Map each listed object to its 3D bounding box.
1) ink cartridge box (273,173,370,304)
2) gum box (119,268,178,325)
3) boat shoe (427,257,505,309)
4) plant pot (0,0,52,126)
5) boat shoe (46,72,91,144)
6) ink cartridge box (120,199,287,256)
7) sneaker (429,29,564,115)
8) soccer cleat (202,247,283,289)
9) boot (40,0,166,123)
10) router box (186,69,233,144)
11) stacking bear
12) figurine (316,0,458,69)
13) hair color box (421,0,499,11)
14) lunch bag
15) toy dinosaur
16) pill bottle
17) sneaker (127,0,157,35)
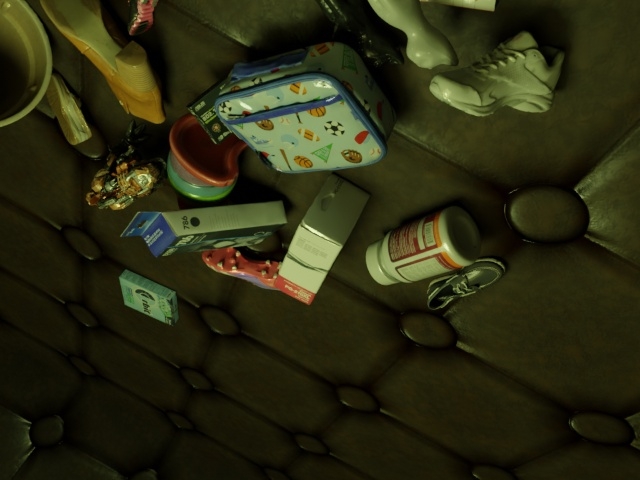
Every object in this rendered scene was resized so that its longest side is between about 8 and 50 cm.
[{"bbox_3d":[0.000,0.000,1.304,0.100,0.172,0.237,28,141,1],"label":"ink cartridge box"},{"bbox_3d":[-0.550,0.186,1.946,0.184,0.041,0.157,23,140,10],"label":"gum box"},{"bbox_3d":[0.310,0.101,1.307,0.075,0.065,0.206,42,139,-15],"label":"boat shoe"},{"bbox_3d":[-0.800,-0.375,1.314,0.305,0.334,0.334,-6,130,51],"label":"plant pot"},{"bbox_3d":[-0.590,-0.313,1.421,0.063,0.059,0.170,-2,111,42],"label":"boat shoe"},{"bbox_3d":[-0.254,-0.023,1.337,0.165,0.333,0.065,-31,69,56],"label":"ink cartridge box"},{"bbox_3d":[0.260,-0.251,0.884,0.090,0.232,0.115,50,141,41],"label":"sneaker"},{"bbox_3d":[-0.196,0.078,1.587,0.248,0.083,0.095,13,143,16],"label":"soccer cleat"},{"bbox_3d":[-0.441,-0.372,1.240,0.295,0.104,0.211,41,159,10],"label":"boot"},{"bbox_3d":[-0.184,-0.261,1.179,0.092,0.122,0.038,53,170,-27],"label":"router box"},{"bbox_3d":[-0.255,-0.137,1.334,0.164,0.175,0.289,23,149,-3],"label":"stacking bear"},{"bbox_3d":[0.096,-0.338,0.907,0.209,0.092,0.215,49,168,-33],"label":"figurine"},{"bbox_3d":[0.191,-0.383,0.876,0.141,0.043,0.072,16,140,18],"label":"hair color box"},{"bbox_3d":[-0.036,-0.228,1.078,0.303,0.115,0.243,-3,148,38],"label":"lunch bag"},{"bbox_3d":[-0.457,-0.148,1.390,0.322,0.218,0.164,6,136,28],"label":"toy dinosaur"},{"bbox_3d":[0.205,0.018,1.238,0.221,0.121,0.121,-23,118,45],"label":"pill bottle"},{"bbox_3d":[-0.347,-0.444,1.151,0.057,0.047,0.119,53,140,6],"label":"sneaker"}]
